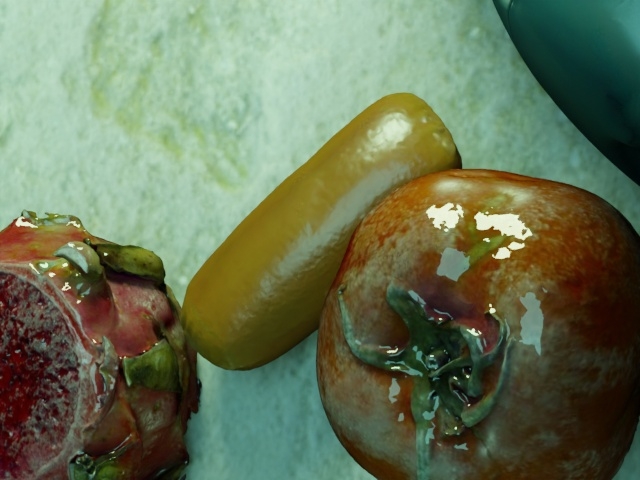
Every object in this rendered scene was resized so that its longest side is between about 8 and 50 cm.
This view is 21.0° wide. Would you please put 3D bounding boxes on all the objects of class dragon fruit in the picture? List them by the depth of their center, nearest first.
[{"bbox_3d":[-0.187,0.093,1.227,0.211,0.147,0.282,-44,70,9],"label":"dragon fruit"}]

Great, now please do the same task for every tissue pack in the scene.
[{"bbox_3d":[0.215,-0.150,1.044,0.198,0.287,0.206,-39,65,12],"label":"tissue pack"}]

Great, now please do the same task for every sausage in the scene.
[{"bbox_3d":[0.000,0.000,1.204,0.238,0.098,0.098,-43,72,8],"label":"sausage"}]

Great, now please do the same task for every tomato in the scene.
[{"bbox_3d":[0.109,0.064,1.107,0.232,0.188,0.232,2,93,34],"label":"tomato"}]
